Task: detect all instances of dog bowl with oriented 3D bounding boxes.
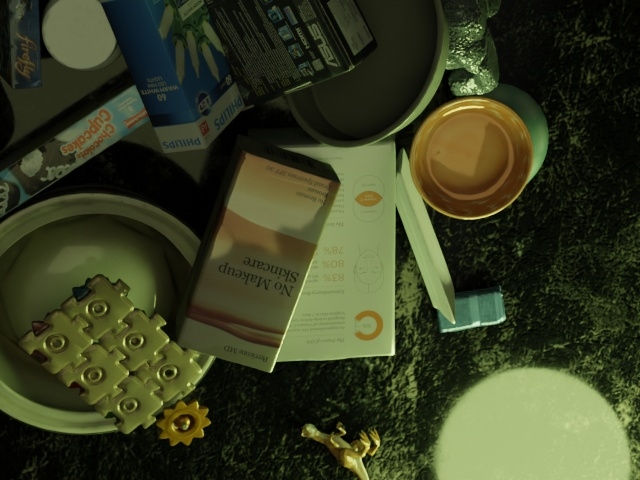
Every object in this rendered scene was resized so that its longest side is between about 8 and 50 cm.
[{"bbox_3d":[-0.356,0.090,1.607,0.407,0.150,0.408,-6,114,-13],"label":"dog bowl"}]

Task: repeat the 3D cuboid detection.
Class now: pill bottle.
[{"bbox_3d":[-0.332,-0.306,1.486,0.121,0.221,0.121,-2,107,-6],"label":"pill bottle"}]

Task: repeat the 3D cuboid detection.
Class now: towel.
[{"bbox_3d":[0.256,0.119,1.784,0.119,0.029,0.067,-10,107,-5],"label":"towel"}]

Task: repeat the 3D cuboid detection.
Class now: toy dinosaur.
[{"bbox_3d":[0.055,0.382,1.829,0.112,0.064,0.211,-37,98,23],"label":"toy dinosaur"}]

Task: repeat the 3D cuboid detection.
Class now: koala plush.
[{"bbox_3d":[0.149,-0.326,1.572,0.221,0.203,0.196,2,90,19],"label":"koala plush"}]

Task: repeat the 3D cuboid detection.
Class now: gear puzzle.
[{"bbox_3d":[-0.280,0.193,1.572,0.175,0.044,0.339,-40,120,2],"label":"gear puzzle"}]

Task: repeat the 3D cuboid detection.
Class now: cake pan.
[{"bbox_3d":[0.068,-0.275,1.508,0.054,0.293,0.293,9,109,-50],"label":"cake pan"}]

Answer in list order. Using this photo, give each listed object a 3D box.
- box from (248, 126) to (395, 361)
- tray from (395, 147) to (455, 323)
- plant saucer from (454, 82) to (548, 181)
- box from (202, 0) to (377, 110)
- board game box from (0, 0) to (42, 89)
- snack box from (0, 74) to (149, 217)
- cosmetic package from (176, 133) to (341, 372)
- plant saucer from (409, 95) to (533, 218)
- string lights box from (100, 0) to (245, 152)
[{"bbox_3d":[0.000,0.000,1.645,0.215,0.168,0.345,-2,106,-7],"label":"box"},{"bbox_3d":[0.163,-0.006,1.679,0.030,0.145,0.270,-18,108,12],"label":"tray"},{"bbox_3d":[0.285,-0.159,1.702,0.194,0.037,0.195,-2,107,-7],"label":"plant saucer"},{"bbox_3d":[-0.142,-0.382,1.461,0.318,0.097,0.395,-16,112,39],"label":"box"},{"bbox_3d":[-0.424,-0.344,1.434,0.042,0.165,0.243,-6,111,-24],"label":"board game box"},{"bbox_3d":[-0.383,-0.139,1.547,0.322,0.187,0.060,-33,108,3],"label":"snack box"},{"bbox_3d":[-0.093,0.017,1.484,0.153,0.129,0.296,16,104,-11],"label":"cosmetic package"},{"bbox_3d":[0.239,-0.134,1.664,0.199,0.037,0.200,-1,107,-2],"label":"plant saucer"},{"bbox_3d":[-0.204,-0.266,1.427,0.076,0.133,0.260,-4,122,28],"label":"string lights box"}]
